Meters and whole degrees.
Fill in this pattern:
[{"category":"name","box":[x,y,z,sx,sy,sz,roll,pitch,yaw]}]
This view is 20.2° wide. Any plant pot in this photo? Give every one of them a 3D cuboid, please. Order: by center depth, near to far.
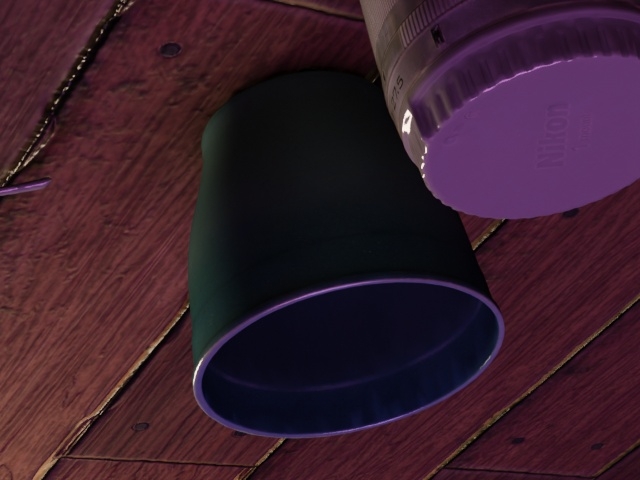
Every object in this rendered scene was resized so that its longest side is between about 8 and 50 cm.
[{"category":"plant pot","box":[0.000,0.000,1.595,0.271,0.255,0.272,-10,149,-6]}]

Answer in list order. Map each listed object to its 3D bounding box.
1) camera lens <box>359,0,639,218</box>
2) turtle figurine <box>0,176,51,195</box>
[{"category":"camera lens","box":[0.140,-0.182,1.333,0.219,0.274,0.219,-10,149,-6]},{"category":"turtle figurine","box":[-0.413,0.022,1.537,0.266,0.198,0.274,-27,143,29]}]
